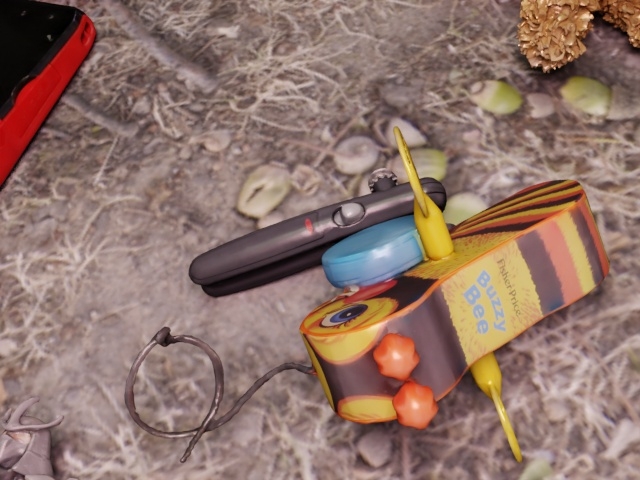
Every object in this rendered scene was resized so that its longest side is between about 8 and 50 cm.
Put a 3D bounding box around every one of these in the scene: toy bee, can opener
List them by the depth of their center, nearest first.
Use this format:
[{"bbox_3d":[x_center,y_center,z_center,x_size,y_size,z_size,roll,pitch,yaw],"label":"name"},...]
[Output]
[{"bbox_3d":[0.058,0.056,0.479,0.298,0.162,0.195,-45,105,-8],"label":"toy bee"},{"bbox_3d":[0.000,0.000,0.585,0.186,0.059,0.073,-13,57,2],"label":"can opener"}]

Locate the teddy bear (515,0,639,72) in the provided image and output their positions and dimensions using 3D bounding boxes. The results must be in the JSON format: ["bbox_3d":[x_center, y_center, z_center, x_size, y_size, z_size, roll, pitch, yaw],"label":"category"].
[{"bbox_3d":[0.242,-0.218,0.664,0.338,0.113,0.245,11,68,8],"label":"teddy bear"}]

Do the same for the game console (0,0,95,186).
[{"bbox_3d":[-0.430,-0.102,0.739,0.387,0.060,0.342,13,55,17],"label":"game console"}]

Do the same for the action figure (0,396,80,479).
[{"bbox_3d":[-0.222,0.212,0.470,0.185,0.099,0.285,2,52,30],"label":"action figure"}]
